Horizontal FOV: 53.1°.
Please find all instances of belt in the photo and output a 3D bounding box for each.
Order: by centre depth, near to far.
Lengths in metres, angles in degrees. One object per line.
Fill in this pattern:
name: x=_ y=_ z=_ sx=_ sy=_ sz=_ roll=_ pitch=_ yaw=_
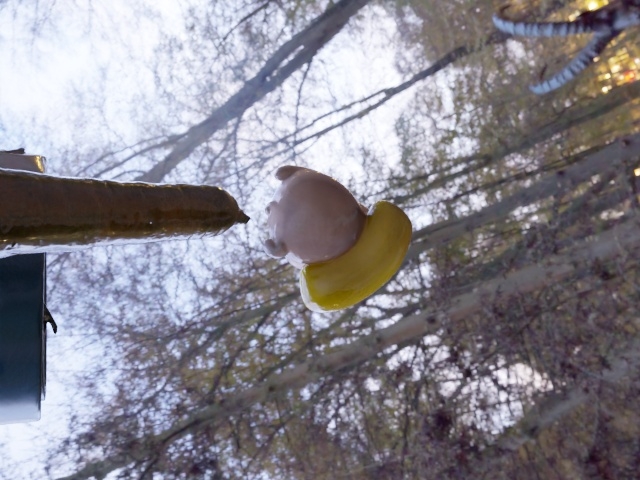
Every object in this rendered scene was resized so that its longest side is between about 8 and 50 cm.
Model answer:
belt: x=-0.507 y=0.074 z=1.007 sx=0.173 sy=0.300 sz=0.437 roll=-3 pitch=-87 yaw=-25

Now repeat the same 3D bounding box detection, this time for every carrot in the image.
carrot: x=-0.192 y=-0.019 z=0.440 sx=0.342 sy=0.070 sz=0.070 roll=-4 pitch=-106 yaw=-43

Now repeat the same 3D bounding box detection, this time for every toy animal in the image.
toy animal: x=0.000 y=0.000 z=0.465 sx=0.114 sy=0.082 sz=0.091 roll=22 pitch=-85 yaw=-25
